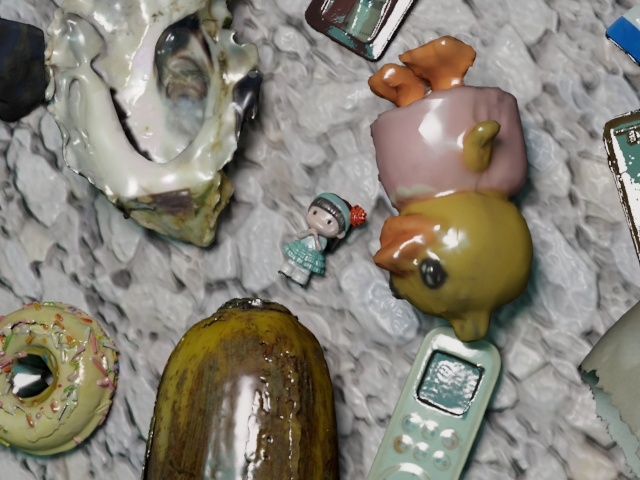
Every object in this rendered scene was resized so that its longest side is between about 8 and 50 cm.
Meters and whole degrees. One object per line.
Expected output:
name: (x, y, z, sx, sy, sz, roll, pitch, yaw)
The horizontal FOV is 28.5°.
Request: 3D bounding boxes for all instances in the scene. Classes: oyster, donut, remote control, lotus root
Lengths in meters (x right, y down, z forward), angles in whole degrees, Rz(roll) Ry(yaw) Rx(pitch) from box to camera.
oyster: (-0.173, -0.162, 1.370, 0.237, 0.115, 0.351, -16, 81, 3)
donut: (-0.305, 0.147, 1.367, 0.174, 0.068, 0.175, -2, 81, 15)
remote control: (0.095, 0.237, 1.262, 0.090, 0.038, 0.310, 22, 86, 17)
lotus root: (-0.078, 0.255, 1.234, 0.195, 0.179, 0.398, -11, 71, 35)

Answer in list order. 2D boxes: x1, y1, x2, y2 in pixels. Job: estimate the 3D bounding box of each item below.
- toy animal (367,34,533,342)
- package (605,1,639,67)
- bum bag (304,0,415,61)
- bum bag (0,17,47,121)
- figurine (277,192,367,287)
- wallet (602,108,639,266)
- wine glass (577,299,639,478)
toy animal: (0.129, -0.040, 1.246, 0.169, 0.195, 0.281, 7, 75, -24)
package: (0.403, -0.206, 1.258, 0.173, 0.027, 0.171, -40, 73, -5)
bum bag: (0.061, -0.282, 1.373, 0.109, 0.026, 0.159, 34, 95, 18)
bum bag: (-0.439, -0.223, 1.366, 0.137, 0.310, 0.074, -55, 32, 29)
figurine: (0.000, 0.000, 1.324, 0.060, 0.047, 0.106, 34, 92, 26)
wallet: (0.354, -0.039, 1.247, 0.110, 0.031, 0.198, -15, 76, 12)
wine glass: (0.406, 0.112, 1.106, 0.323, 0.238, 0.238, -31, 74, 4)
